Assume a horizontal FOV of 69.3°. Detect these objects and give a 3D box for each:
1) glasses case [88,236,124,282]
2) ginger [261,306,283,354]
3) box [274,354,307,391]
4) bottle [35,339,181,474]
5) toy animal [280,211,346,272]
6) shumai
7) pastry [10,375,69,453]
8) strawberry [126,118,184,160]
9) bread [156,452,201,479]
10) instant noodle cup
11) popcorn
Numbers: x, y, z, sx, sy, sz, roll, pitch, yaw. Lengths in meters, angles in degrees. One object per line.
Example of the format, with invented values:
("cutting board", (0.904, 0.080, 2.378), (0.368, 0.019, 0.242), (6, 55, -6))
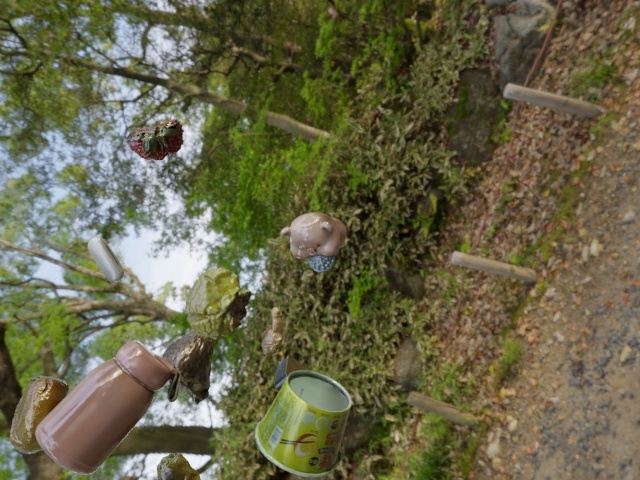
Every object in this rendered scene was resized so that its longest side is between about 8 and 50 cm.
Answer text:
("glasses case", (-0.837, 0.075, 1.808), (0.074, 0.193, 0.049), (-36, -3, 18))
("ginger", (-0.164, 0.317, 1.613), (0.096, 0.067, 0.165), (141, 140, -64))
("box", (-0.136, 0.642, 2.148), (0.090, 0.144, 0.201), (-42, 12, 11))
("bottle", (-0.495, 0.397, 1.125), (0.297, 0.206, 0.173), (-50, 18, -20))
("toy animal", (-0.002, -0.020, 1.797), (0.229, 0.210, 0.221), (64, -151, -28))
("shumai", (-0.535, 0.556, 2.056), (0.346, 0.217, 0.283), (-68, -47, -81))
("pastry", (-1.250, 0.761, 2.053), (0.356, 0.164, 0.356), (-32, 44, 37))
("strawberry", (-0.512, -0.299, 1.414), (0.174, 0.228, 0.098), (-31, -63, -29))
("bread", (-0.348, 0.698, 1.255), (0.087, 0.269, 0.098), (-34, -4, -38))
("instant noodle cup", (-0.038, 0.593, 1.547), (0.311, 0.311, 0.221), (-45, -23, -78))
("popcorn", (-0.399, 0.247, 1.793), (0.224, 0.270, 0.258), (15, -51, -47))
